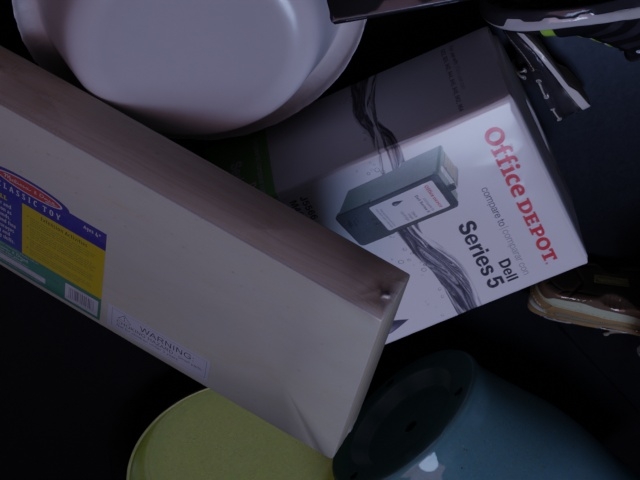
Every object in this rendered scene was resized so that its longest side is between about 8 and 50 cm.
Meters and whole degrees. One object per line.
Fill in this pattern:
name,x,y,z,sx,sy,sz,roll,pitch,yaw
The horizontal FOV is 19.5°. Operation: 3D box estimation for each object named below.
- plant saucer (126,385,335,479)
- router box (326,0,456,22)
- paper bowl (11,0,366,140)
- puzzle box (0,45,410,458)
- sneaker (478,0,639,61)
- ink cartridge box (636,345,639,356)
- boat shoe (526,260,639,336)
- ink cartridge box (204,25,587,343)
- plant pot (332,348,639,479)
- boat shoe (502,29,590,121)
plant saucer,-0.081,0.227,1.914,0.240,0.037,0.241,-6,125,-9
router box,0.136,-0.303,1.349,0.308,0.081,0.243,-11,95,2
paper bowl,-0.102,-0.198,1.472,0.284,0.148,0.284,-2,134,-2
puzzle box,-0.134,0.009,1.540,0.409,0.052,0.272,30,151,8
sneaker,0.250,-0.184,1.557,0.234,0.084,0.097,-5,134,-1
ink cartridge box,0.479,0.117,1.729,0.289,0.121,0.211,-33,103,2
boat shoe,0.294,0.064,1.809,0.190,0.068,0.072,15,143,-6
ink cartridge box,0.066,-0.031,1.593,0.272,0.115,0.198,-23,127,11
plant pot,0.156,0.255,1.848,0.271,0.272,0.255,-35,111,24
boat shoe,0.189,-0.147,1.613,0.038,0.046,0.125,-34,135,17
